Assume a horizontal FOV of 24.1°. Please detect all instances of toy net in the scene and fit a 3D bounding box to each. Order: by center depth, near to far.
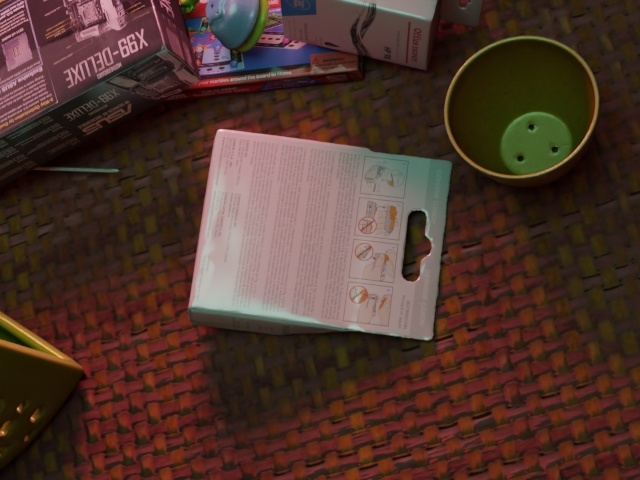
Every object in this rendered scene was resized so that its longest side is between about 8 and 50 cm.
[{"bbox_3d":[-0.063,-0.302,1.435,0.232,0.045,0.122,-64,35,18],"label":"toy net"}]

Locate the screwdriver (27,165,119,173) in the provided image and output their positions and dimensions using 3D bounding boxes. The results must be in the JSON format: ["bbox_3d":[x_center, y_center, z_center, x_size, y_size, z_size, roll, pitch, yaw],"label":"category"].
[{"bbox_3d":[-0.280,-0.070,1.501,0.169,0.024,0.025,7,44,23],"label":"screwdriver"}]

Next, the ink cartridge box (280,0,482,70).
[{"bbox_3d":[0.056,-0.216,1.387,0.180,0.104,0.060,14,71,7],"label":"ink cartridge box"}]

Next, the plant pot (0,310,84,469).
[{"bbox_3d":[-0.392,0.136,1.360,0.227,0.228,0.207,29,89,24],"label":"plant pot"}]

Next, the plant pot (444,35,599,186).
[{"bbox_3d":[0.185,-0.102,1.332,0.134,0.095,0.134,-5,71,15],"label":"plant pot"}]

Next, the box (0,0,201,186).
[{"bbox_3d":[-0.291,-0.200,1.495,0.307,0.076,0.242,-27,60,12],"label":"box"}]

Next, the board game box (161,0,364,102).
[{"bbox_3d":[-0.095,-0.215,1.496,0.281,0.027,0.145,-5,69,15],"label":"board game box"}]

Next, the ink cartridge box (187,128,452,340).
[{"bbox_3d":[0.000,0.000,1.390,0.224,0.056,0.181,8,73,0],"label":"ink cartridge box"}]
